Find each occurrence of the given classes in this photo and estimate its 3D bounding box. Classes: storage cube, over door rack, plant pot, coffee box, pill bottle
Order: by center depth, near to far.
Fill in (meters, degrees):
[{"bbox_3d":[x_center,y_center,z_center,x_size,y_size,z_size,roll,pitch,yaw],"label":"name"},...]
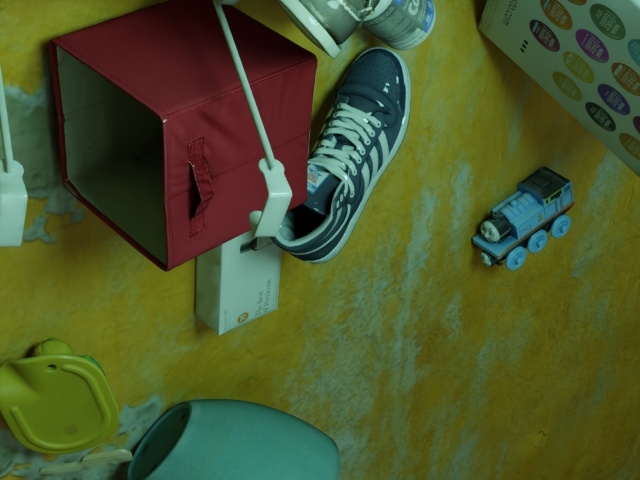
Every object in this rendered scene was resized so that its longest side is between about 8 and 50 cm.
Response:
[{"bbox_3d":[-0.159,-0.160,0.944,0.239,0.324,0.108,-2,152,-23],"label":"over door rack"},{"bbox_3d":[-0.136,-0.116,1.144,0.193,0.215,0.184,-28,138,-35],"label":"storage cube"},{"bbox_3d":[0.070,-0.282,1.315,0.137,0.078,0.078,23,104,-53],"label":"pill bottle"},{"bbox_3d":[0.446,-0.321,1.360,0.338,0.334,0.337,-43,171,-9],"label":"coffee box"},{"bbox_3d":[-0.144,0.326,1.506,0.195,0.290,0.290,41,90,-18],"label":"plant pot"}]

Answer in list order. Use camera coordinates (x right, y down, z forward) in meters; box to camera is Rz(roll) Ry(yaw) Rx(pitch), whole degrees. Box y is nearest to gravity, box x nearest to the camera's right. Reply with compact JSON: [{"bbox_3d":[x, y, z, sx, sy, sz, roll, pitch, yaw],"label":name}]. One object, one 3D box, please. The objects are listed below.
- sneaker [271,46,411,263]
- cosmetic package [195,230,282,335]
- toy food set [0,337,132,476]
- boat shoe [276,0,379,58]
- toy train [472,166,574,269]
[{"bbox_3d":[0.021,-0.106,1.339,0.282,0.099,0.153,-68,164,3],"label":"sneaker"},{"bbox_3d":[-0.099,0.000,1.404,0.099,0.060,0.239,-22,135,-31],"label":"cosmetic package"},{"bbox_3d":[-0.311,0.189,1.358,0.128,0.071,0.218,-14,134,-5],"label":"toy food set"},{"bbox_3d":[0.011,-0.259,1.107,0.096,0.324,0.116,-37,102,12],"label":"boat shoe"},{"bbox_3d":[0.325,-0.033,1.800,0.184,0.080,0.105,-33,131,-17],"label":"toy train"}]
